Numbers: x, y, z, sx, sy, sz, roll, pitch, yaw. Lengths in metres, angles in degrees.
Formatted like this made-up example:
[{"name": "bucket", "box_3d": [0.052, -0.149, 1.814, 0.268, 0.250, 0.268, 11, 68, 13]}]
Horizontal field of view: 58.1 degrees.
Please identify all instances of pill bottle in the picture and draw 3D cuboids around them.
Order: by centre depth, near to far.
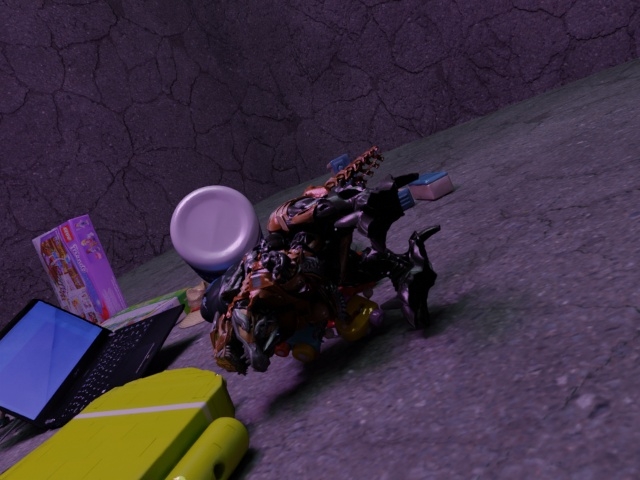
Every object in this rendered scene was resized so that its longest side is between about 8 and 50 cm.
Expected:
[{"name": "pill bottle", "box_3d": [-0.183, 0.007, 1.101, 0.153, 0.153, 0.264, -27, -13, -7]}]

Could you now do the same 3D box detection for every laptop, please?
[{"name": "laptop", "box_3d": [-0.394, 0.167, 0.932, 0.265, 0.136, 0.234, -22, 25, 21]}]

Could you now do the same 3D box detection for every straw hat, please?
[{"name": "straw hat", "box_3d": [-0.240, 0.117, 1.167, 0.145, 0.061, 0.144, -24, 9, 4]}]

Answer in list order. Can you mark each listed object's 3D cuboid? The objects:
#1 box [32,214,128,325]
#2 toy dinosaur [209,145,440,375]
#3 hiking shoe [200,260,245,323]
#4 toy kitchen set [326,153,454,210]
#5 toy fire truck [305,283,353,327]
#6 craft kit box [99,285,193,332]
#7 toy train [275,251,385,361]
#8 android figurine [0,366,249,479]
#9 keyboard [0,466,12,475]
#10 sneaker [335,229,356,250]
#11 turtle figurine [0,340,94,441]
[{"name": "box", "box_3d": [-0.591, 0.102, 1.430, 0.201, 0.293, 0.057, -17, 7, 39]}, {"name": "toy dinosaur", "box_3d": [0.000, 0.000, 0.633, 0.219, 0.164, 0.321, -2, 65, 37]}, {"name": "hiking shoe", "box_3d": [-0.127, 0.101, 0.891, 0.132, 0.113, 0.304, -32, -1, 7]}, {"name": "toy kitchen set", "box_3d": [0.145, -0.138, 1.237, 0.207, 0.166, 0.122, -27, 10, -8]}, {"name": "toy fire truck", "box_3d": [0.008, 0.073, 0.824, 0.135, 0.047, 0.192, -35, 13, -38]}, {"name": "craft kit box", "box_3d": [-0.419, 0.196, 1.219, 0.250, 0.060, 0.246, -19, 14, 33]}, {"name": "toy train", "box_3d": [0.009, 0.081, 0.679, 0.166, 0.046, 0.125, -27, 44, -11]}, {"name": "android figurine", "box_3d": [-0.184, 0.200, 0.532, 0.249, 0.056, 0.273, -13, 13, 22]}, {"name": "keyboard", "box_3d": [-0.319, 0.267, 0.693, 0.180, 0.023, 0.108, -27, 3, -4]}, {"name": "sneaker", "box_3d": [0.012, 0.005, 1.035, 0.090, 0.094, 0.235, -23, 11, 3]}, {"name": "turtle figurine", "box_3d": [-0.516, 0.256, 0.991, 0.234, 0.118, 0.175, -26, 8, -39]}]
